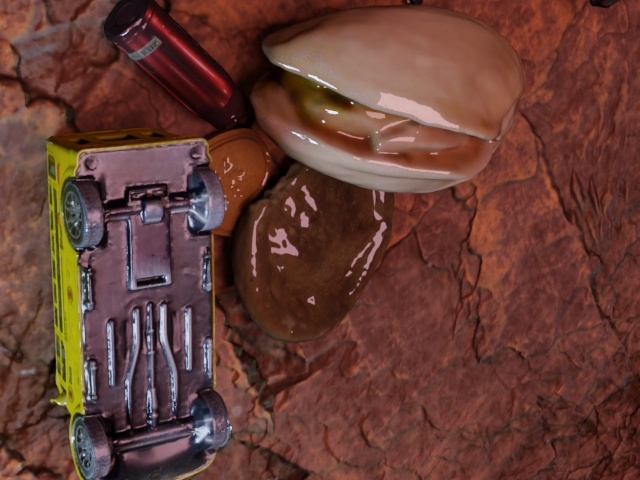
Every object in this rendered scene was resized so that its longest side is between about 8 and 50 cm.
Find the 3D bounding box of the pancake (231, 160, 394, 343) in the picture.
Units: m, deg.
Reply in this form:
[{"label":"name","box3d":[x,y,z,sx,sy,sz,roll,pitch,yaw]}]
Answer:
[{"label":"pancake","box3d":[0.001,0.000,1.310,0.236,0.042,0.223,-31,120,-37]}]

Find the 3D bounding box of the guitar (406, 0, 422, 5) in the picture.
[{"label":"guitar","box3d":[0.074,-0.357,1.278,0.088,0.025,0.233,-37,125,-25]}]

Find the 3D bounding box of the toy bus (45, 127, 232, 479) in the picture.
[{"label":"toy bus","box3d":[-0.181,0.064,1.125,0.144,0.152,0.330,-8,107,-31]}]

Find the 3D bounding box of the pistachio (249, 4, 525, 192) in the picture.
[{"label":"pistachio","box3d":[0.076,-0.152,1.234,0.317,0.214,0.194,7,120,-30]}]

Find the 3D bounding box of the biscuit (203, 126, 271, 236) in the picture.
[{"label":"biscuit","box3d":[-0.103,-0.051,1.234,0.140,0.023,0.118,-44,126,-21]}]

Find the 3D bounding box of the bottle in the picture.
[{"label":"bottle","box3d":[-0.133,-0.168,1.152,0.164,0.060,0.060,42,77,-40]}]

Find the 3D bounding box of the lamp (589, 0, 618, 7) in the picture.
[{"label":"lamp","box3d":[0.411,-0.377,1.497,0.250,0.101,0.101,-46,128,-27]}]
